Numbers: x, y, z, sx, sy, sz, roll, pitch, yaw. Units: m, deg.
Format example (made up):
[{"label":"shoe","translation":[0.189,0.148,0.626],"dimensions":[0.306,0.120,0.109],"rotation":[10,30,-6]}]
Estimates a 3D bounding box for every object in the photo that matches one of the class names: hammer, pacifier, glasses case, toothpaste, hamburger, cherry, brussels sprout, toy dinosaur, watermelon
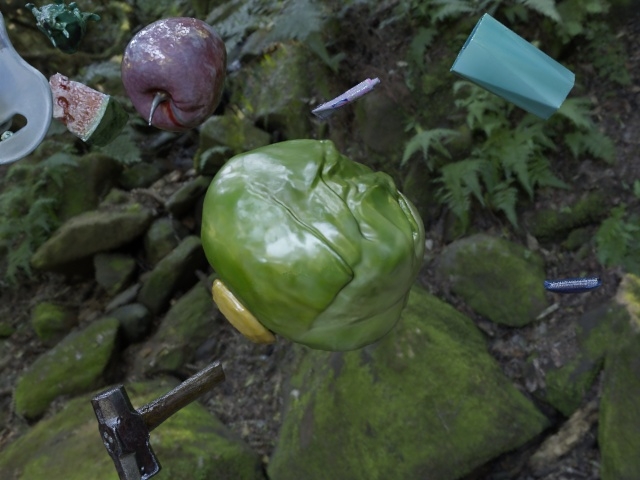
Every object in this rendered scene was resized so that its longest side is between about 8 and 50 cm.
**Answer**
[{"label":"hammer","translation":[-0.405,0.442,1.832],"dimensions":[0.095,0.243,0.408],"rotation":[-24,2,39]},{"label":"pacifier","translation":[-0.543,-0.229,1.006],"dimensions":[0.227,0.279,0.207],"rotation":[-31,17,2]},{"label":"glasses case","translation":[0.384,0.070,1.040],"dimensions":[0.083,0.023,0.033],"rotation":[-6,3,13]},{"label":"toothpaste","translation":[0.059,-0.314,1.515],"dimensions":[0.169,0.045,0.028],"rotation":[-25,65,29]},{"label":"hamburger","translation":[-0.114,0.109,1.219],"dimensions":[0.115,0.162,0.162],"rotation":[-44,19,-6]},{"label":"cherry","translation":[-0.315,-0.355,1.471],"dimensions":[0.236,0.212,0.286],"rotation":[117,176,-61]},{"label":"brussels sprout","translation":[0.000,0.000,0.911],"dimensions":[0.247,0.328,0.328],"rotation":[-45,13,31]},{"label":"toy dinosaur","translation":[-0.524,-0.454,1.392],"dimensions":[0.079,0.120,0.292],"rotation":[-29,31,7]},{"label":"watermelon","translation":[-0.433,-0.237,1.249],"dimensions":[0.098,0.158,0.121],"rotation":[-57,23,-10]}]

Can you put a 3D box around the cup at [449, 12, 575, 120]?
[{"label":"cup","translation":[0.406,-0.355,1.447],"dimensions":[0.148,0.235,0.134],"rotation":[-57,2,44]}]

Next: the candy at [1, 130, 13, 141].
[{"label":"candy","translation":[-0.584,-0.199,1.331],"dimensions":[0.083,0.023,0.025],"rotation":[7,11,20]}]
